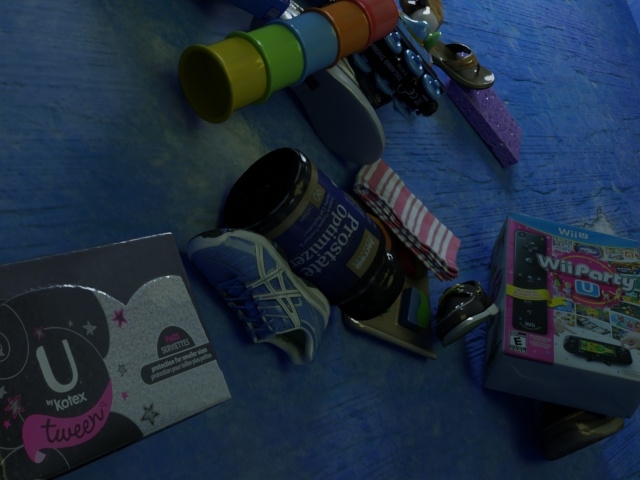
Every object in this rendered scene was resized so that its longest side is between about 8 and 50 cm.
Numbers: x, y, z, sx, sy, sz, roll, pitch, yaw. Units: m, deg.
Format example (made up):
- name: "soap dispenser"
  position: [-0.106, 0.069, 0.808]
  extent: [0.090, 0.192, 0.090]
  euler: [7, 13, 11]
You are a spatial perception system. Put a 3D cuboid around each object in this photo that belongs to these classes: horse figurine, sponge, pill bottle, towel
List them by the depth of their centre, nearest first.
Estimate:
- name: "pill bottle"
  position: [0.000, 0.000, 1.146]
  extent: [0.219, 0.123, 0.122]
  euler: [41, 41, -33]
- name: "towel"
  position: [0.128, -0.038, 1.379]
  extent: [0.197, 0.029, 0.144]
  euler: [45, 22, -10]
- name: "horse figurine"
  position: [0.146, -0.371, 1.623]
  extent: [0.174, 0.066, 0.263]
  euler: [36, 49, -24]
- name: "sponge"
  position: [0.304, -0.243, 1.802]
  extent: [0.210, 0.031, 0.117]
  euler: [47, 37, -25]

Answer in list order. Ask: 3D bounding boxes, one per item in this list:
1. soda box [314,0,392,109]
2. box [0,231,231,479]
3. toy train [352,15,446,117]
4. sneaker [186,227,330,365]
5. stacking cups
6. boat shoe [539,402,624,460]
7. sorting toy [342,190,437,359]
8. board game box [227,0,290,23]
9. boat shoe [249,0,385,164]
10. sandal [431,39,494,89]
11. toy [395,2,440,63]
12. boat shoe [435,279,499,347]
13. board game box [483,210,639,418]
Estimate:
- name: "soda box"
  position: [0.040, -0.268, 1.431]
  extent: [0.060, 0.053, 0.168]
  euler: [-25, 91, -58]
- name: "box"
  position: [-0.214, 0.102, 0.769]
  extent: [0.247, 0.142, 0.163]
  euler: [-14, 81, -56]
- name: "toy train"
  position: [0.112, -0.260, 1.408]
  extent: [0.184, 0.080, 0.105]
  euler: [44, 33, -31]
- name: "sneaker"
  position: [-0.062, 0.061, 1.062]
  extent: [0.211, 0.080, 0.081]
  euler: [38, 39, -33]
- name: "stacking cups"
  position: [-0.030, -0.238, 1.203]
  extent: [0.316, 0.096, 0.096]
  euler: [-32, 97, -40]
- name: "boat shoe"
  position: [0.416, 0.259, 1.582]
  extent: [0.130, 0.132, 0.355]
  euler: [61, 24, 11]
- name: "sorting toy"
  position: [0.098, 0.047, 1.330]
  extent: [0.193, 0.038, 0.208]
  euler: [26, 50, -44]
- name: "board game box"
  position: [-0.131, -0.383, 1.222]
  extent: [0.210, 0.047, 0.160]
  euler: [23, 51, -25]
- name: "boat shoe"
  position: [0.011, -0.222, 1.325]
  extent: [0.258, 0.095, 0.084]
  euler: [54, 39, -19]
- name: "sandal"
  position: [0.238, -0.322, 1.704]
  extent: [0.180, 0.049, 0.072]
  euler: [29, 44, -19]
- name: "toy"
  position: [0.091, -0.377, 1.480]
  extent: [0.237, 0.056, 0.137]
  euler: [37, 26, -19]
- name: "boat shoe"
  position: [0.197, 0.098, 1.377]
  extent: [0.068, 0.081, 0.228]
  euler: [57, 14, 9]
- name: "board game box"
  position: [0.380, 0.109, 1.509]
  extent: [0.224, 0.097, 0.303]
  euler: [13, 43, 0]
